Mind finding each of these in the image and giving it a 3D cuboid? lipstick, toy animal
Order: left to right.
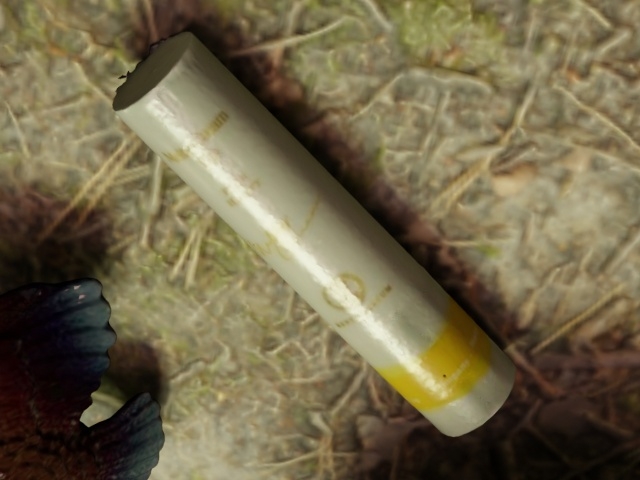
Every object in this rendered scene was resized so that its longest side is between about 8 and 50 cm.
[{"bbox_3d":[-0.180,0.121,1.009,0.116,0.179,0.218,35,127,15],"label":"toy animal"},{"bbox_3d":[0.000,0.000,0.964,0.059,0.059,0.264,-34,114,28],"label":"lipstick"}]
